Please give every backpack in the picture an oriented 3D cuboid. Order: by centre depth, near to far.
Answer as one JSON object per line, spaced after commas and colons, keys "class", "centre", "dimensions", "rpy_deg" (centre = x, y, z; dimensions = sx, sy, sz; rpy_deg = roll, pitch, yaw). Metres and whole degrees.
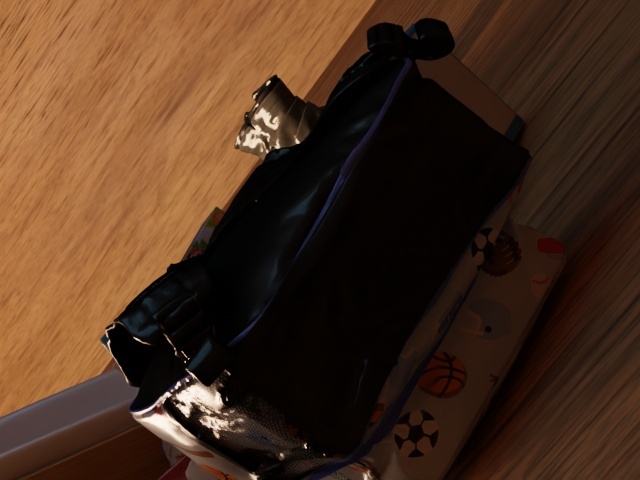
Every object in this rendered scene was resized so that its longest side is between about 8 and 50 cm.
{"class": "backpack", "centre": [0.004, 0.042, 1.134], "dimensions": [0.276, 0.213, 0.263], "rpy_deg": [-52, 13, -27]}

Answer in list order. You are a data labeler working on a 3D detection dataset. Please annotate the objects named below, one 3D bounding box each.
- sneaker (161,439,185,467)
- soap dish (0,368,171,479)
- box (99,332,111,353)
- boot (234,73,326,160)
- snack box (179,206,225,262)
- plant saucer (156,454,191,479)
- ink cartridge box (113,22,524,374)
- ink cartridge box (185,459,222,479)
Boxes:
{"class": "sneaker", "centre": [-0.112, 0.141, 1.904], "dimensions": [0.084, 0.083, 0.215], "rpy_deg": [172, 108, -66]}
{"class": "soap dish", "centre": [-0.282, 0.245, 2.045], "dimensions": [0.291, 0.118, 0.229], "rpy_deg": [-24, 9, 0]}
{"class": "box", "centre": [-0.125, 0.131, 1.676], "dimensions": [0.060, 0.100, 0.244], "rpy_deg": [-39, -14, -5]}
{"class": "boot", "centre": [0.001, -0.141, 2.164], "dimensions": [0.246, 0.161, 0.083], "rpy_deg": [-48, 11, 45]}
{"class": "snack box", "centre": [-0.072, 0.042, 1.894], "dimensions": [0.037, 0.141, 0.100], "rpy_deg": [-50, 9, 41]}
{"class": "plant saucer", "centre": [-0.130, 0.248, 1.530], "dimensions": [0.259, 0.048, 0.258], "rpy_deg": [-41, 6, -2]}
{"class": "ink cartridge box", "centre": [0.000, 0.000, 1.491], "dimensions": [0.307, 0.129, 0.223], "rpy_deg": [-46, 5, 30]}
{"class": "ink cartridge box", "centre": [-0.022, 0.129, 1.320], "dimensions": [0.060, 0.104, 0.180], "rpy_deg": [-50, 9, 27]}
